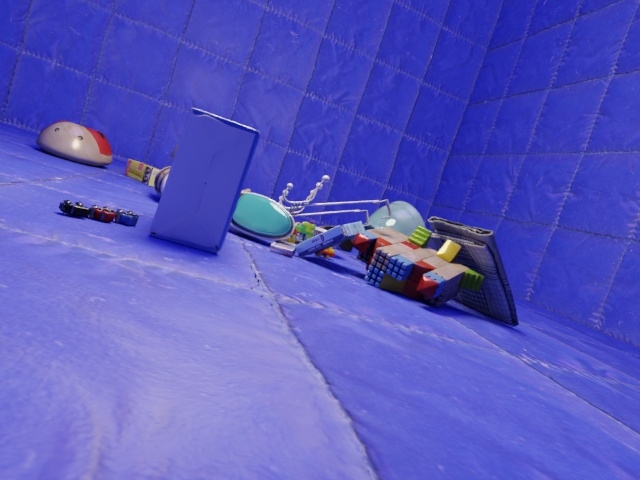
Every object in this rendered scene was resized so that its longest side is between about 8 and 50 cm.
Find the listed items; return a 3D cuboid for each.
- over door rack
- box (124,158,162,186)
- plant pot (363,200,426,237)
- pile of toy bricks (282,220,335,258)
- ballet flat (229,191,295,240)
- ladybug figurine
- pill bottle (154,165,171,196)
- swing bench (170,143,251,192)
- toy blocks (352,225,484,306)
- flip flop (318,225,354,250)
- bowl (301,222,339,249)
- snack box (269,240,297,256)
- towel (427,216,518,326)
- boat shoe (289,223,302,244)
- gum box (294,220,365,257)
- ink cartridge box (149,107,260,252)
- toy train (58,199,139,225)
[{"bbox_3d":[0.034,-0.123,1.361,0.324,0.108,0.239,7,-5,-10],"label":"over door rack"},{"bbox_3d":[-0.834,-0.319,2.035,0.232,0.087,0.058,23,7,37],"label":"box"},{"bbox_3d":[0.287,-0.010,1.862,0.196,0.293,0.293,-15,22,-29],"label":"plant pot"},{"bbox_3d":[-0.048,-0.018,1.436,0.212,0.105,0.118,17,5,-23],"label":"pile of toy bricks"},{"bbox_3d":[-0.264,-0.084,1.336,0.400,0.139,0.139,18,4,6],"label":"ballet flat"},{"bbox_3d":[-1.131,-0.457,2.022,0.305,0.162,0.449,17,5,-20],"label":"ladybug figurine"},{"bbox_3d":[-0.514,-0.195,1.527,0.131,0.131,0.229,16,5,-33],"label":"pill bottle"},{"bbox_3d":[-0.437,-0.255,1.688,0.253,0.165,0.255,57,9,1],"label":"swing bench"},{"bbox_3d":[0.235,0.073,1.231,0.381,0.190,0.261,31,23,30],"label":"toy blocks"},{"bbox_3d":[0.059,-0.013,1.944,0.080,0.112,0.277,3,-2,43],"label":"flip flop"},{"bbox_3d":[0.000,0.000,1.581,0.170,0.080,0.170,18,5,-2],"label":"bowl"},{"bbox_3d":[-0.107,0.020,1.268,0.064,0.022,0.178,18,4,-1],"label":"snack box"},{"bbox_3d":[0.451,0.089,1.333,0.056,0.324,0.312,-27,18,-12],"label":"towel"},{"bbox_3d":[-0.143,-0.055,1.618,0.096,0.088,0.267,16,5,-28],"label":"boat shoe"},{"bbox_3d":[0.033,-0.006,1.296,0.157,0.041,0.184,-24,-4,25],"label":"gum box"},{"bbox_3d":[-0.270,-0.146,1.036,0.151,0.270,0.395,19,4,-17],"label":"ink cartridge box"},{"bbox_3d":[-0.420,-0.051,0.839,0.036,0.027,0.158,25,8,32],"label":"toy train"}]
